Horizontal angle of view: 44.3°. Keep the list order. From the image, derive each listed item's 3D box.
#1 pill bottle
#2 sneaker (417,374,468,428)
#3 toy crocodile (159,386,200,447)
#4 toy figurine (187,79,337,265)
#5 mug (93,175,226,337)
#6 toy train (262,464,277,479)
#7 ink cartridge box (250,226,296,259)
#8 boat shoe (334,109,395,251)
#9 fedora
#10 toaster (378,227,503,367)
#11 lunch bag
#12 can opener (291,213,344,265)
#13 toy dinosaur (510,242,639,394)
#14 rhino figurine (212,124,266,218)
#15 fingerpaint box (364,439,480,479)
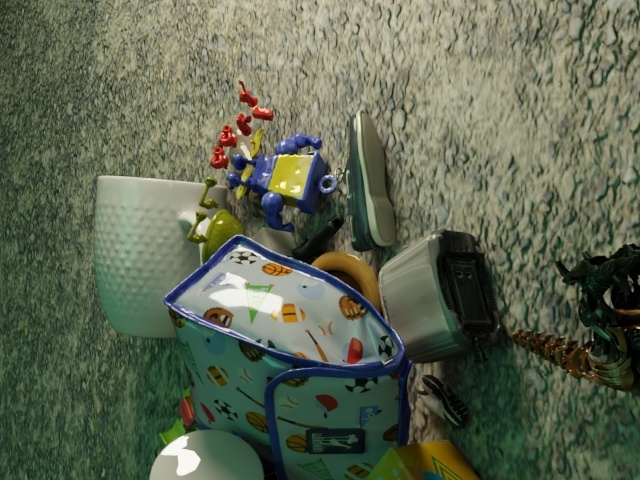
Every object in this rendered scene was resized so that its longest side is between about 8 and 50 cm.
[{"bbox_3d":[-0.189,0.509,1.307,0.229,0.229,0.408,49,145,39],"label":"pill bottle"},{"bbox_3d":[0.196,0.265,1.262,0.109,0.040,0.044,49,135,43],"label":"sneaker"},{"bbox_3d":[-0.222,0.319,1.637,0.340,0.105,0.115,-50,52,28],"label":"toy crocodile"},{"bbox_3d":[-0.081,-0.104,1.477,0.217,0.191,0.362,10,68,12],"label":"toy figurine"},{"bbox_3d":[-0.320,0.040,1.658,0.374,0.276,0.328,7,93,51],"label":"mug"},{"bbox_3d":[-0.214,0.508,1.585,0.334,0.142,0.190,-33,71,39],"label":"toy train"},{"bbox_3d":[-0.092,0.106,1.552,0.134,0.078,0.231,-41,56,35],"label":"ink cartridge box"},{"bbox_3d":[0.074,-0.106,1.406,0.079,0.095,0.254,-15,82,33],"label":"boat shoe"},{"bbox_3d":[0.045,0.112,1.408,0.194,0.079,0.194,-7,80,39],"label":"fedora"},{"bbox_3d":[0.185,0.102,1.232,0.146,0.129,0.227,-30,65,44],"label":"toaster"},{"bbox_3d":[-0.036,0.223,1.268,0.385,0.239,0.328,21,137,26],"label":"lunch bag"},{"bbox_3d":[0.000,0.000,1.467,0.073,0.059,0.186,37,143,0],"label":"can opener"},{"bbox_3d":[0.393,0.120,1.004,0.322,0.164,0.218,-10,93,24],"label":"toy dinosaur"},{"bbox_3d":[-0.150,-0.144,1.659,0.106,0.073,0.243,-46,55,35],"label":"rhino figurine"},{"bbox_3d":[0.138,0.590,1.175,0.371,0.163,0.445,50,119,37],"label":"fingerpaint box"}]
